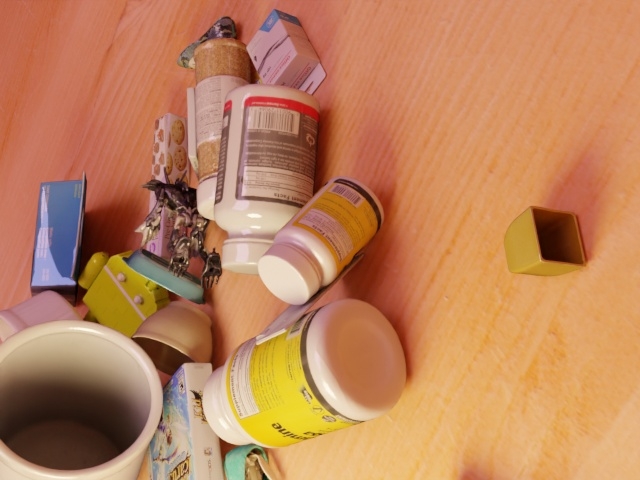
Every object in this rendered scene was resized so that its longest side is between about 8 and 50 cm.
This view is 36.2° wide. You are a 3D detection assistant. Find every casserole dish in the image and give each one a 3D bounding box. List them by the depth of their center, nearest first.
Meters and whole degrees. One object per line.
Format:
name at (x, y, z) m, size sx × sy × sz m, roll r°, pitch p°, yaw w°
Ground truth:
casserole dish at (-0.304, 0.068, 1.947) m, size 0.037 × 0.188 × 0.114 m, roll -59°, pitch 13°, yaw 4°

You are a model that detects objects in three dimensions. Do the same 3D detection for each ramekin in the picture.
ramekin at (-0.591, 0.244, 2.176) m, size 0.277 × 0.135 × 0.277 m, roll 40°, pitch 150°, yaw 29°

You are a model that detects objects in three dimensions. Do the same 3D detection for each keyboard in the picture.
keyboard at (-0.012, 0.090, 1.567) m, size 0.072 × 0.256 × 0.014 m, roll -21°, pitch 103°, yaw 40°

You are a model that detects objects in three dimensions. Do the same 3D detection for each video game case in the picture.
video game case at (-0.262, 0.392, 1.842) m, size 0.269 × 0.061 × 0.244 m, roll -49°, pitch 46°, yaw 51°
video game case at (-0.254, -0.213, 2.013) m, size 0.143 × 0.019 × 0.157 m, roll 84°, pitch -178°, yaw -70°

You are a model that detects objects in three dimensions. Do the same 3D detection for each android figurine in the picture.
android figurine at (-0.418, 0.135, 2.092) m, size 0.248 × 0.056 × 0.273 m, roll 52°, pitch 128°, yaw 13°

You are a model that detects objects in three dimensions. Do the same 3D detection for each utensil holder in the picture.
utensil holder at (-0.495, 0.388, 1.888) m, size 0.385 × 0.328 × 0.327 m, roll 114°, pitch 145°, yaw -49°

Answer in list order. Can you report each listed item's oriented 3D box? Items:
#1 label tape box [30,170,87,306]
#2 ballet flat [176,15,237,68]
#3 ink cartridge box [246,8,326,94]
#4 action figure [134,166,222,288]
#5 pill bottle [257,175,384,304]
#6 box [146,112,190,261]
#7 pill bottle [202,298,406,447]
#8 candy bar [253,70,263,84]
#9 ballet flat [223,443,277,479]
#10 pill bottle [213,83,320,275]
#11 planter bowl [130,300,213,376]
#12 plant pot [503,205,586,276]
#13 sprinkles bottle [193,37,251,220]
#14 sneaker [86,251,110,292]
label tape box at (-0.607, 0.001, 2.266) m, size 0.347 × 0.115 × 0.249 m, roll 131°, pitch 142°, yaw -71°
ballet flat at (-0.243, -0.405, 2.095) m, size 0.188 × 0.070 × 0.070 m, roll -34°, pitch 55°, yaw 44°
ink cartridge box at (-0.067, -0.343, 1.864) m, size 0.104 × 0.060 × 0.180 m, roll -49°, pitch 47°, yaw 29°
action figure at (-0.282, -0.026, 1.942) m, size 0.141 × 0.164 × 0.275 m, roll -57°, pitch 35°, yaw 28°
pill bottle at (0.000, 0.000, 1.563) m, size 0.119 × 0.119 × 0.208 m, roll -7°, pitch 32°, yaw 49°
box at (-0.324, -0.111, 2.104) m, size 0.063 × 0.067 × 0.323 m, roll -15°, pitch 68°, yaw 48°
pill bottle at (-0.038, 0.227, 1.572) m, size 0.334 × 0.188 × 0.187 m, roll -28°, pitch 60°, yaw 44°
candy bar at (-0.110, -0.270, 1.930) m, size 0.040 × 0.018 × 0.161 m, roll -31°, pitch 56°, yaw 41°
ballet flat at (-0.104, 0.458, 1.672) m, size 0.087 × 0.083 × 0.247 m, roll -37°, pitch 53°, yaw 28°
pill bottle at (-0.098, -0.103, 1.744) m, size 0.176 × 0.176 × 0.318 m, roll -8°, pitch 74°, yaw 49°
planter bowl at (-0.275, 0.188, 1.910) m, size 0.162 × 0.162 × 0.109 m, roll -11°, pitch 44°, yaw 48°
plant pot at (0.294, 0.010, 1.324) m, size 0.083 × 0.082 × 0.081 m, roll -37°, pitch 53°, yaw 51°
sprinkles bottle at (-0.187, -0.219, 1.925) m, size 0.121 × 0.121 × 0.355 m, roll -26°, pitch 61°, yaw 44°
sneaker at (-0.490, 0.101, 2.241) m, size 0.086 × 0.064 × 0.192 m, roll -58°, pitch 43°, yaw 22°
